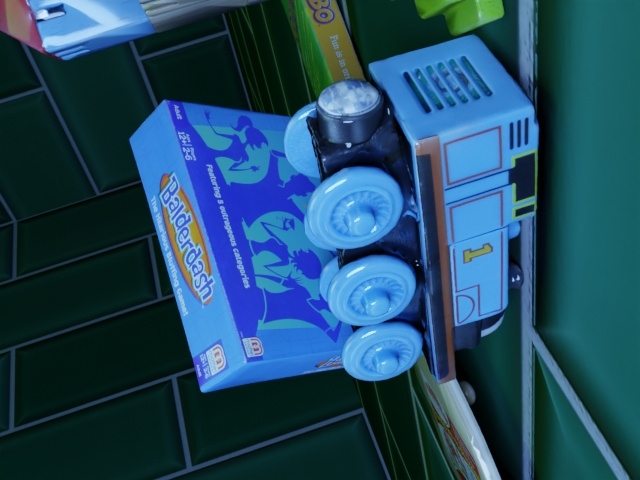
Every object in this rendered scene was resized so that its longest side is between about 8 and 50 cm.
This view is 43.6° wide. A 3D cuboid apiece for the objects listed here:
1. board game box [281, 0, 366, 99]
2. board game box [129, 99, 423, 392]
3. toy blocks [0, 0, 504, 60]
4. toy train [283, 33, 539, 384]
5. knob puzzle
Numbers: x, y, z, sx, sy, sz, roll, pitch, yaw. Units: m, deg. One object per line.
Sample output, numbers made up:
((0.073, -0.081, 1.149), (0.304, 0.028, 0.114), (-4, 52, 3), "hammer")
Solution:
((0.008, -0.158, 0.726), (0.124, 0.039, 0.259), (95, 154, -78), "board game box")
((0.000, 0.000, 0.504), (0.047, 0.210, 0.160), (-36, 66, 39), "board game box")
((-0.107, -0.237, 0.339), (0.191, 0.260, 0.381), (-133, 25, -80), "toy blocks")
((0.047, -0.004, 0.385), (0.080, 0.105, 0.184), (-108, 3, -46), "toy train")
((0.116, 0.148, 0.620), (0.213, 0.030, 0.213), (158, 90, -87), "knob puzzle")
